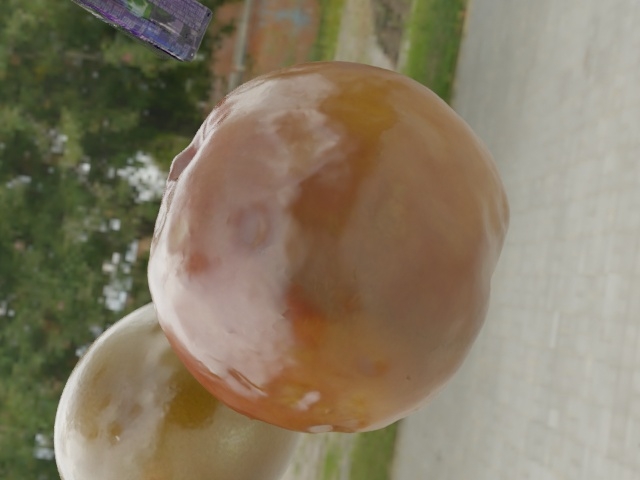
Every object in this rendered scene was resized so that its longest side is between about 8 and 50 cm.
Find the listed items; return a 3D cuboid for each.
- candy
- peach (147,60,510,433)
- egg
[{"bbox_3d":[-0.276,-0.337,1.797,0.061,0.312,0.088,17,82,44],"label":"candy"},{"bbox_3d":[0.000,0.000,1.233,0.343,0.302,0.342,-157,90,-81],"label":"peach"},{"bbox_3d":[-0.164,0.210,1.649,0.351,0.283,0.282,-52,-15,-35],"label":"egg"}]
